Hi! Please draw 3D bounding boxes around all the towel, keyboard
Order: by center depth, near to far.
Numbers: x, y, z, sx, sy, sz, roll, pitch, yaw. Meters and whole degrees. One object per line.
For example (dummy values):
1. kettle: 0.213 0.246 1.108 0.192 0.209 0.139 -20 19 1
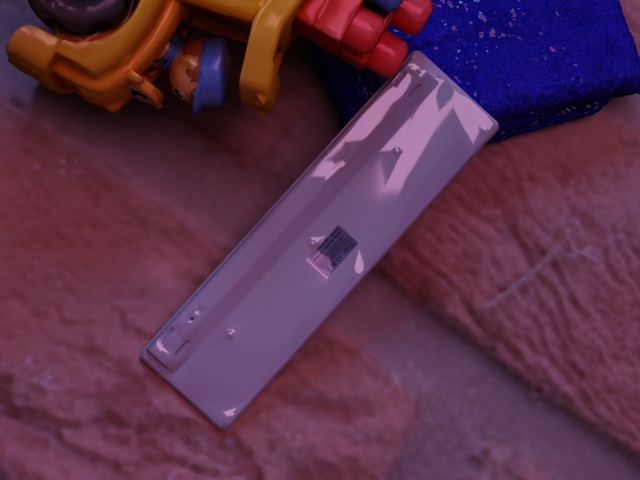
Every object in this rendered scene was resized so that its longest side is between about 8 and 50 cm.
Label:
1. keyboard: 0.000 0.000 1.032 0.072 0.014 0.256 42 89 -9
2. towel: 0.075 -0.213 1.114 0.228 0.076 0.308 -18 82 -19

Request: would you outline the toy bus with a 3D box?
1. toy bus: -0.050 -0.147 0.997 0.211 0.149 0.220 34 88 -1
